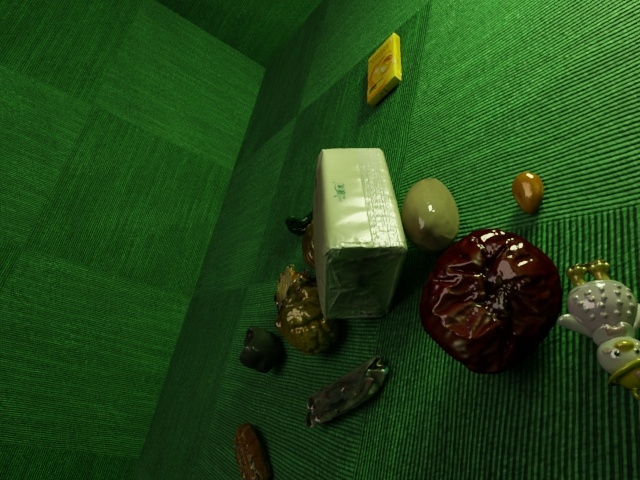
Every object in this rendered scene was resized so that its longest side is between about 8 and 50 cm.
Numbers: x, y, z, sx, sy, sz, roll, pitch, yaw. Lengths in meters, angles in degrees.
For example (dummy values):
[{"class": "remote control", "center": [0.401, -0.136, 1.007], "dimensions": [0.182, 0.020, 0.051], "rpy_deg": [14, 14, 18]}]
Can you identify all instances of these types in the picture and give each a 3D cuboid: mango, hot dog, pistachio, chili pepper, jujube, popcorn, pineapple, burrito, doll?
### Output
[{"class": "mango", "center": [0.416, -0.095, 0.827], "dimensions": [0.060, 0.046, 0.089], "rpy_deg": [-24, 62, 56]}, {"class": "hot dog", "center": [-0.224, 0.697, 1.334], "dimensions": [0.115, 0.072, 0.269], "rpy_deg": [-59, 27, -1]}, {"class": "pistachio", "center": [0.263, -0.063, 1.000], "dimensions": [0.136, 0.136, 0.226], "rpy_deg": [-42, 28, 39]}, {"class": "chili pepper", "center": [-0.091, -0.086, 1.706], "dimensions": [0.279, 0.065, 0.122], "rpy_deg": [-12, 51, 56]}, {"class": "jujube", "center": [0.293, 0.103, 0.720], "dimensions": [0.232, 0.213, 0.213], "rpy_deg": [-54, 29, 4]}, {"class": "popcorn", "center": [-0.025, 0.233, 1.246], "dimensions": [0.203, 0.200, 0.226], "rpy_deg": [-47, -12, -20]}, {"class": "pineapple", "center": [-0.096, 0.186, 1.478], "dimensions": [0.236, 0.115, 0.186], "rpy_deg": [-19, 53, 68]}, {"class": "burrito", "center": [0.061, 0.396, 1.057], "dimensions": [0.309, 0.066, 0.096], "rpy_deg": [-45, 32, 31]}, {"class": "doll", "center": [0.422, 0.126, 0.600], "dimensions": [0.129, 0.081, 0.207], "rpy_deg": [-13, 52, 16]}]

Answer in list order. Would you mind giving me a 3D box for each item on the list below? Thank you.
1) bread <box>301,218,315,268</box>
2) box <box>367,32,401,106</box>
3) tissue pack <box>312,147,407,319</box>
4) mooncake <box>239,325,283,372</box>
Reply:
[{"class": "bread", "center": [0.000, 0.000, 1.434], "dimensions": [0.213, 0.105, 0.213], "rpy_deg": [-40, 39, 44]}, {"class": "box", "center": [0.240, -0.648, 1.563], "dimensions": [0.152, 0.043, 0.269], "rpy_deg": [-35, 40, 46]}, {"class": "tissue pack", "center": [0.087, -0.023, 1.098], "dimensions": [0.297, 0.207, 0.380], "rpy_deg": [93, 175, -46]}, {"class": "mooncake", "center": [-0.221, 0.385, 1.462], "dimensions": [0.168, 0.175, 0.104], "rpy_deg": [39, 104, 19]}]
